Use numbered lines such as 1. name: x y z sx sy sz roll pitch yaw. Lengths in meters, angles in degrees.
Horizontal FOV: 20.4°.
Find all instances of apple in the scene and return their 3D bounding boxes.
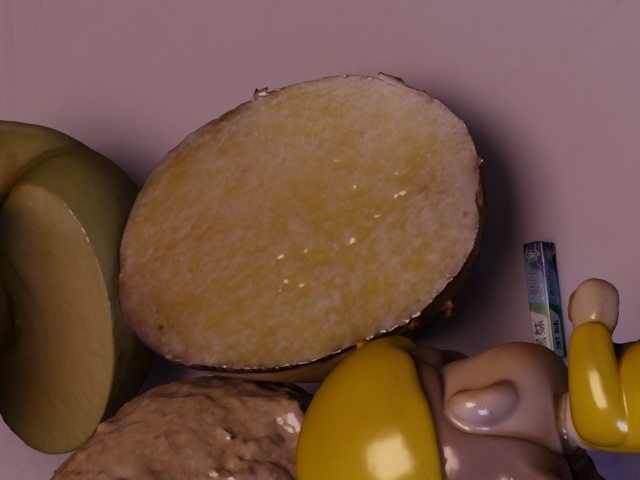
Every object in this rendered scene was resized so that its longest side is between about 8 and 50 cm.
1. apple: -0.267 0.043 1.440 0.292 0.292 0.254 36 133 34

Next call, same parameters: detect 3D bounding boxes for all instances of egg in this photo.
1. egg: -0.091 0.242 1.294 0.279 0.279 0.310 25 83 37

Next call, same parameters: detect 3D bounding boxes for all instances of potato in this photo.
1. potato: 0.000 0.000 1.322 0.299 0.116 0.239 -13 64 22

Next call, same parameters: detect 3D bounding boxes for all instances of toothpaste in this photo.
1. toothpaste: 0.160 0.042 1.266 0.017 0.020 0.083 -11 80 33

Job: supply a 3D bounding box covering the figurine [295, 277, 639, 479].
1. figurine: 0.146 0.118 1.126 0.343 0.215 0.187 -22 64 27
